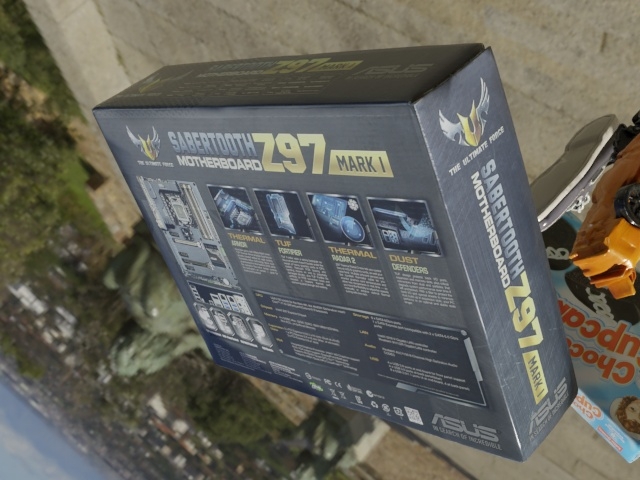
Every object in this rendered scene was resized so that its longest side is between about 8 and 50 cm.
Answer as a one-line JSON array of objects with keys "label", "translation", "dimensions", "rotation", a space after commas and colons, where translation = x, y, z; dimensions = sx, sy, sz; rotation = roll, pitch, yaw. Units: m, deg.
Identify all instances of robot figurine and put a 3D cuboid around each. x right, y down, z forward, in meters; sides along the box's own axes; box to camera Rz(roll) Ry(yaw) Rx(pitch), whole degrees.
[{"label": "robot figurine", "translation": [0.361, -0.078, 0.848], "dimensions": [0.085, 0.291, 0.211], "rotation": [47, 148, -14]}]

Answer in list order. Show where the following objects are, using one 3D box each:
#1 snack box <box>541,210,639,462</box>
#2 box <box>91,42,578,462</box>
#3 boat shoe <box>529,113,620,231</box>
[{"label": "snack box", "translation": [0.343, 0.102, 1.124], "dimensions": [0.322, 0.187, 0.060], "rotation": [46, 159, 24]}, {"label": "box", "translation": [0.000, 0.000, 0.446], "dimensions": [0.233, 0.059, 0.183], "rotation": [7, 128, 45]}, {"label": "boat shoe", "translation": [0.296, -0.065, 0.996], "dimensions": [0.065, 0.206, 0.075], "rotation": [54, 148, -15]}]
